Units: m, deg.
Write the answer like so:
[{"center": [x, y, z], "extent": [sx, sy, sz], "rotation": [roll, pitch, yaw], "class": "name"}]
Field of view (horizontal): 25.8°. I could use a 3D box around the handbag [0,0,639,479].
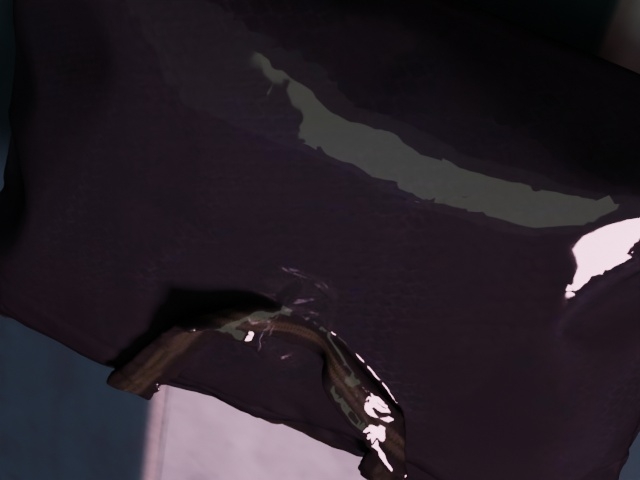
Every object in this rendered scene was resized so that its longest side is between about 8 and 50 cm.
[{"center": [0.000, 0.000, 0.450], "extent": [0.254, 0.088, 0.211], "rotation": [24, 135, 5], "class": "handbag"}]
